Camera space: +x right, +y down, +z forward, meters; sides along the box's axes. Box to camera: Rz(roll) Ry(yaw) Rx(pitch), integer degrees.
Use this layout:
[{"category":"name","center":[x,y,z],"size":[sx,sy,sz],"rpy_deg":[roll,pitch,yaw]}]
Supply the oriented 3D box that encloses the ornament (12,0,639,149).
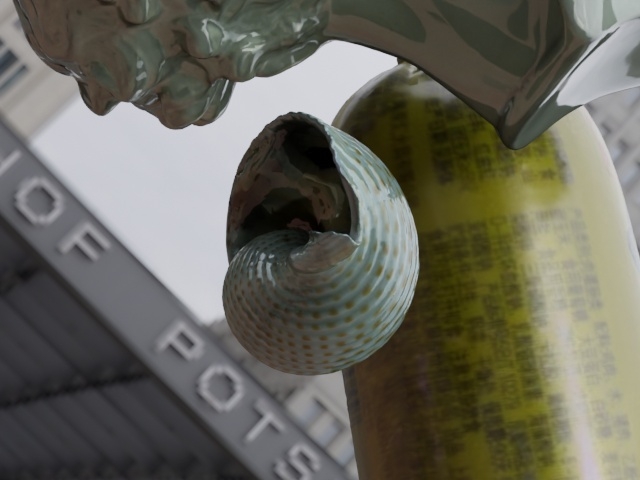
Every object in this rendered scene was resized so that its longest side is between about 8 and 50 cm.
[{"category":"ornament","center":[0.032,-0.092,0.589],"size":[0.285,0.120,0.130],"rpy_deg":[3,-19,8]}]

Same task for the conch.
[{"category":"conch","center":[0.003,0.000,0.539],"size":[0.085,0.056,0.076],"rpy_deg":[-35,-119,49]}]

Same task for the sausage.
[{"category":"sausage","center":[0.075,0.080,0.667],"size":[0.123,0.123,0.347],"rpy_deg":[135,-54,-71]}]
